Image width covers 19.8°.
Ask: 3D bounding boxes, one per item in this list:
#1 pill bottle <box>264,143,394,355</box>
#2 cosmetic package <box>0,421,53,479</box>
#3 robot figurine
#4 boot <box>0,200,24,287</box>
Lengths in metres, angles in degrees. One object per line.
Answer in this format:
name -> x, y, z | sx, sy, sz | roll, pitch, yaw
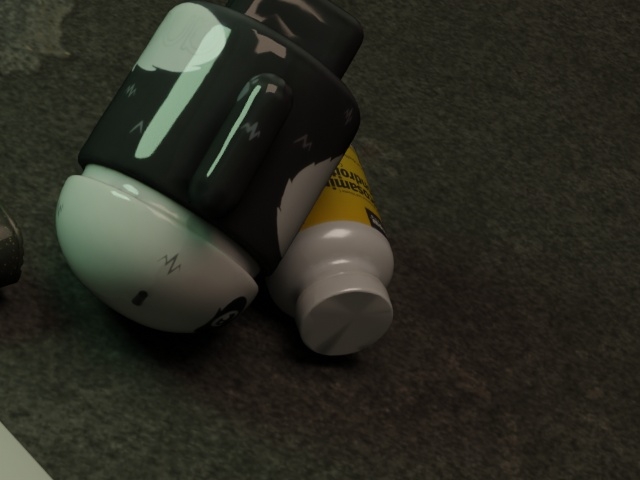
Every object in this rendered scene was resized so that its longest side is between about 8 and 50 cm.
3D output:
pill bottle -> 0.000, 0.000, 1.463 | 0.103, 0.103, 0.184 | 6, 42, -24
cosmetic package -> -0.232, 0.204, 1.019 | 0.365, 0.197, 0.155 | 43, 41, 23
robot figurine -> -0.077, -0.064, 1.372 | 0.173, 0.209, 0.278 | 24, 77, 29
boot -> -0.341, -0.034, 1.333 | 0.161, 0.083, 0.246 | -21, 56, -37
